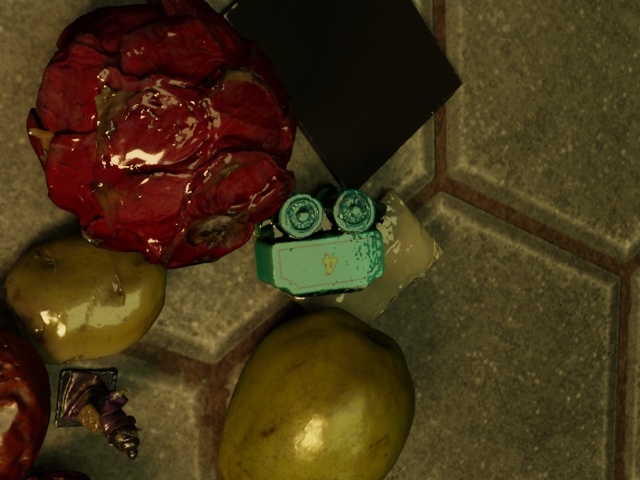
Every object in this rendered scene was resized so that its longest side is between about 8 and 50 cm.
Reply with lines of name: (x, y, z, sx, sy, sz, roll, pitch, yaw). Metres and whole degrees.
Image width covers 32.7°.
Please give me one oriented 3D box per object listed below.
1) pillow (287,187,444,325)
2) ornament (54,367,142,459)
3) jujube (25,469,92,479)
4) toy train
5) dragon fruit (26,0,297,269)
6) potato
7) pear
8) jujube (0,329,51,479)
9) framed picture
pillow: (0.072, 0.047, 1.629, 0.229, 0.050, 0.148, -46, 113, -14)
ornament: (-0.266, 0.217, 1.385, 0.088, 0.203, 0.081, 2, 93, -29)
jujube: (-0.355, 0.408, 1.368, 0.232, 0.213, 0.212, -34, 117, -20)
toy train: (0.000, 0.000, 1.524, 0.198, 0.107, 0.154, -5, 98, -20)
dragon fruit: (-0.181, -0.123, 1.281, 0.329, 0.329, 0.329, -8, 106, -29)
potato: (-0.289, 0.068, 1.365, 0.201, 0.137, 0.154, -19, 110, -24)
pear: (-0.008, 0.249, 1.521, 0.253, 0.253, 0.307, 34, 94, -32)
jujube: (-0.415, 0.212, 1.290, 0.183, 0.183, 0.243, 0, 129, -31)
framed picture: (0.040, -0.267, 1.551, 0.255, 0.014, 0.338, -46, 121, -14)
